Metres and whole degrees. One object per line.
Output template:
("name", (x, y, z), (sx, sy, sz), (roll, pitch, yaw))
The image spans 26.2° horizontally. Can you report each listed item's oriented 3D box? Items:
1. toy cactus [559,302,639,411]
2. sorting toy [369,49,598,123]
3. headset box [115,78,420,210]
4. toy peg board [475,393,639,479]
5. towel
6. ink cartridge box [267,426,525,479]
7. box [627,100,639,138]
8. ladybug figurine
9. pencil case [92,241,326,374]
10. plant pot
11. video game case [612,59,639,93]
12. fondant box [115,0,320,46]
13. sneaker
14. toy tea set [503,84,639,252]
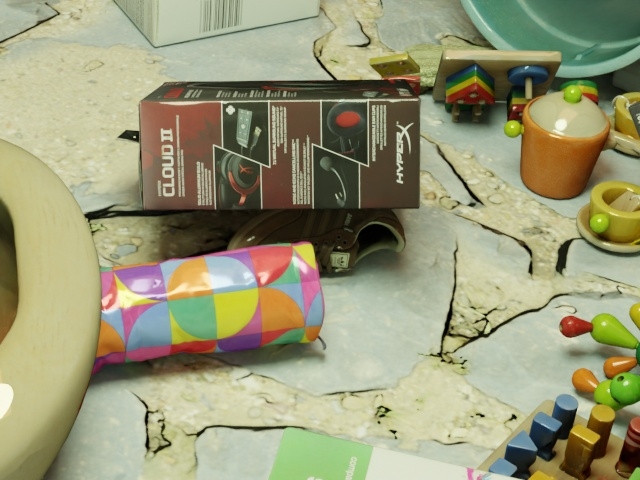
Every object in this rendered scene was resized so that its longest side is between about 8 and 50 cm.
("toy cactus", (0.331, 0.119, 1.229), (0.180, 0.112, 0.219), (4, 14, -29))
("sorting toy", (0.191, -0.173, 1.576), (0.274, 0.132, 0.046), (1, 75, -1))
("headset box", (-0.053, -0.099, 1.368), (0.293, 0.110, 0.218), (0, 11, 1))
("toy peg board", (0.220, 0.191, 1.135), (0.160, 0.079, 0.161), (29, 43, 27))
("towel", (0.174, -0.214, 1.681), (0.148, 0.027, 0.110), (4, 27, -2))
("ink cartridge box", (0.089, 0.260, 0.925), (0.278, 0.201, 0.117), (12, 39, 7))
("box", (0.450, -0.099, 1.470), (0.231, 0.183, 0.056), (-25, 5, -34))
("ladybug figurine", (-0.323, 0.078, 1.120), (0.305, 0.162, 0.449), (-9, 42, -4))
("pencil case", (-0.109, 0.062, 1.245), (0.236, 0.104, 0.104), (-5, 39, -15))
("plant pot", (0.385, -0.400, 1.698), (0.341, 0.341, 0.334), (31, 34, 29))
("video game case", (0.577, -0.217, 1.749), (0.300, 0.036, 0.329), (27, 42, 25))
("fondant box", (-0.176, -0.391, 1.822), (0.238, 0.096, 0.330), (-15, 43, -25))
("sneaker", (0.000, 0.000, 1.362), (0.188, 0.066, 0.071), (-18, 45, -28))
("toy tea set", (0.368, -0.123, 1.524), (0.336, 0.124, 0.200), (-26, 48, -35))
